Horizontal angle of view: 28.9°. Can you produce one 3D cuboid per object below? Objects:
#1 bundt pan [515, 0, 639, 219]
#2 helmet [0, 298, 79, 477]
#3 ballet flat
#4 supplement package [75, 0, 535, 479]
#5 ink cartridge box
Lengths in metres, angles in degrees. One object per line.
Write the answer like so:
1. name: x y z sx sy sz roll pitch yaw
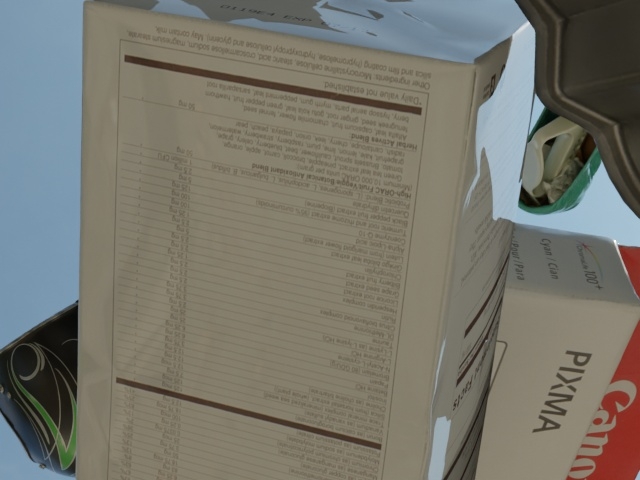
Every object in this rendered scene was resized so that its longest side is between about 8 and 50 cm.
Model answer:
1. bundt pan: 0.225 -0.138 0.407 0.330 0.124 0.331 -1 -87 -19
2. helmet: -0.233 0.153 1.241 0.169 0.169 0.161 -32 -92 -8
3. ballet flat: 0.241 -0.116 1.148 0.087 0.083 0.247 -24 -35 -40
4. supplement package: -0.005 0.026 0.483 0.134 0.139 0.244 -44 -37 -62
5. ink cartridge box: 0.122 0.129 0.712 0.261 0.066 0.296 8 -54 -9
